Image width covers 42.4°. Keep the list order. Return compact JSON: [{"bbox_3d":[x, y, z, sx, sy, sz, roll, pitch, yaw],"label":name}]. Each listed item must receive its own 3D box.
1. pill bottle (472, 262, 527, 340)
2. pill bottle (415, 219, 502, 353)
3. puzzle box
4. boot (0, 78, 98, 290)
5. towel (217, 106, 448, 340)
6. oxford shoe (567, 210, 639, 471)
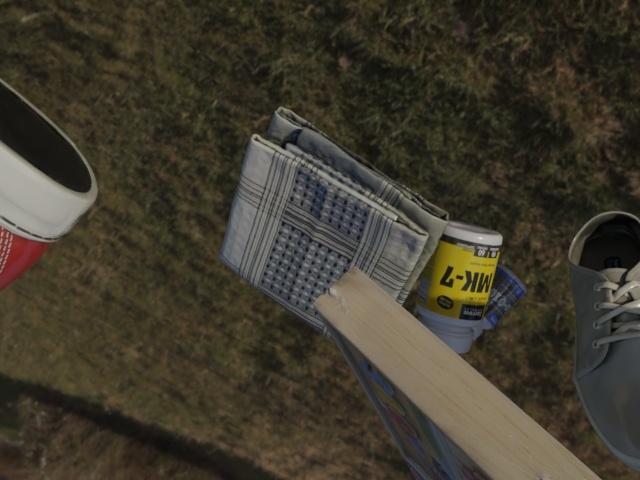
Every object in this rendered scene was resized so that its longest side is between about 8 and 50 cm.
[{"bbox_3d":[0.309,0.115,1.528,0.078,0.137,0.078,44,178,2],"label":"pill bottle"},{"bbox_3d":[0.230,0.077,1.405,0.119,0.209,0.119,11,-169,-2],"label":"pill bottle"},{"bbox_3d":[0.148,0.219,0.740,0.272,0.052,0.409,41,166,40],"label":"puzzle box"},{"bbox_3d":[-0.230,-0.039,0.293,0.176,0.088,0.244,-41,112,9],"label":"boot"},{"bbox_3d":[0.000,0.000,1.243,0.312,0.056,0.324,34,129,13],"label":"towel"},{"bbox_3d":[0.457,0.131,1.241,0.169,0.450,0.130,-9,137,16],"label":"oxford shoe"}]
